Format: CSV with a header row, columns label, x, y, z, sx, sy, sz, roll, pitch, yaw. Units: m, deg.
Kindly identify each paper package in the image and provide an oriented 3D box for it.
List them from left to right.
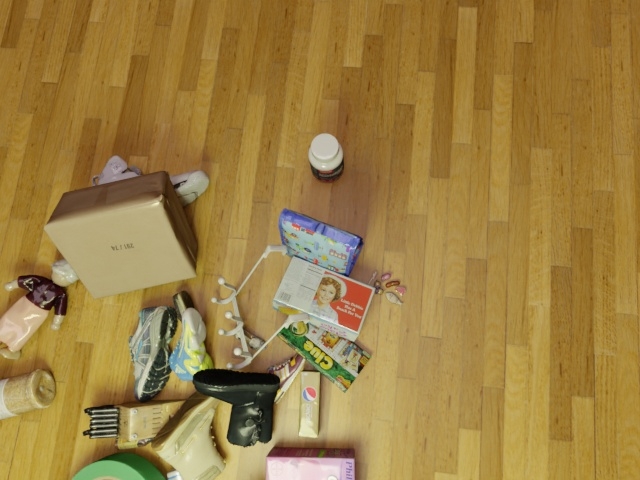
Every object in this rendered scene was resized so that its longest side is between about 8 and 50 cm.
label,x,y,z,sx,sy,sz,roll,pitch,yaw
paper package,-0.554,-0.011,1.362,0.325,0.309,0.168,-12,39,0

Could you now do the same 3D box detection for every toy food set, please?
label,x,y,z,sx,sy,sz,roll,pitch,yaw
toy food set,0.209,0.141,1.430,0.122,0.019,0.077,28,82,9

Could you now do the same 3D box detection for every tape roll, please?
label,x,y,z,sx,sy,sz,roll,pitch,yaw
tape roll,-0.566,0.766,1.300,0.322,0.077,0.320,-2,82,15

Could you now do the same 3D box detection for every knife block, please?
label,x,y,z,sx,sy,sz,roll,pitch,yaw
knife block,-0.540,0.521,1.384,0.276,0.242,0.088,7,76,-41

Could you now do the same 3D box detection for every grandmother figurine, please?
label,x,y,z,sx,sy,sz,roll,pitch,yaw
grandmother figurine,-0.882,0.191,1.461,0.208,0.104,0.342,43,81,-17

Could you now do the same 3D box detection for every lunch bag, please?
label,x,y,z,sx,sy,sz,roll,pitch,yaw
lunch bag,0.000,0.000,1.333,0.221,0.293,0.138,24,81,8

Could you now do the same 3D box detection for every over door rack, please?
label,x,y,z,sx,sy,sz,roll,pitch,yaw
over door rack,-0.194,0.186,1.301,0.324,0.108,0.239,-41,55,33

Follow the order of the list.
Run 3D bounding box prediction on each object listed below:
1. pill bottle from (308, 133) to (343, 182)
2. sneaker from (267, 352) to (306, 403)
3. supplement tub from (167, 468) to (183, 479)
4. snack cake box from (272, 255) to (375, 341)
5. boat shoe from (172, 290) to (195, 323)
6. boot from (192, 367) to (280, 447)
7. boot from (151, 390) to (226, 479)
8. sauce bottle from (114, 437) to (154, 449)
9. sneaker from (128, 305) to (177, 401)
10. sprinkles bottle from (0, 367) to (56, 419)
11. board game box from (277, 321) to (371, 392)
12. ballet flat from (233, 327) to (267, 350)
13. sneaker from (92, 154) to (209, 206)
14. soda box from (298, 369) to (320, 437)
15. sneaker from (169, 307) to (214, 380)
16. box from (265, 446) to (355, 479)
label,x,y,z,sx,sy,sz,roll,pitch,yaw
pill bottle,0.017,-0.254,1.441,0.108,0.180,0.107,-1,79,4
sneaker,-0.109,0.382,1.379,0.084,0.069,0.185,33,82,4
supplement tub,-0.389,0.700,1.333,0.071,0.071,0.107,-20,77,0
snack cake box,0.009,0.170,1.379,0.265,0.089,0.152,22,62,5
boat shoe,-0.412,0.231,1.442,0.049,0.056,0.152,-20,86,26
boot,-0.241,0.471,1.300,0.247,0.094,0.207,8,102,-16
boot,-0.325,0.553,1.340,0.262,0.095,0.203,-46,113,-43
sauce bottle,-0.537,0.588,1.381,0.128,0.042,0.042,-10,78,0
sneaker,-0.518,0.336,1.413,0.122,0.110,0.282,3,74,20
sprinkles bottle,-0.988,0.483,1.391,0.356,0.121,0.121,-15,78,1
board game box,0.010,0.310,1.377,0.260,0.030,0.136,37,57,10
ballet flat,-0.216,0.301,1.417,0.114,0.041,0.041,28,82,8
sneaker,-0.549,-0.186,1.487,0.366,0.137,0.210,-25,81,2
soda box,-0.031,0.471,1.359,0.058,0.061,0.181,1,79,3
sneaker,-0.399,0.318,1.376,0.126,0.091,0.239,-8,99,12
box,-0.024,0.694,1.286,0.243,0.117,0.213,0,79,3
